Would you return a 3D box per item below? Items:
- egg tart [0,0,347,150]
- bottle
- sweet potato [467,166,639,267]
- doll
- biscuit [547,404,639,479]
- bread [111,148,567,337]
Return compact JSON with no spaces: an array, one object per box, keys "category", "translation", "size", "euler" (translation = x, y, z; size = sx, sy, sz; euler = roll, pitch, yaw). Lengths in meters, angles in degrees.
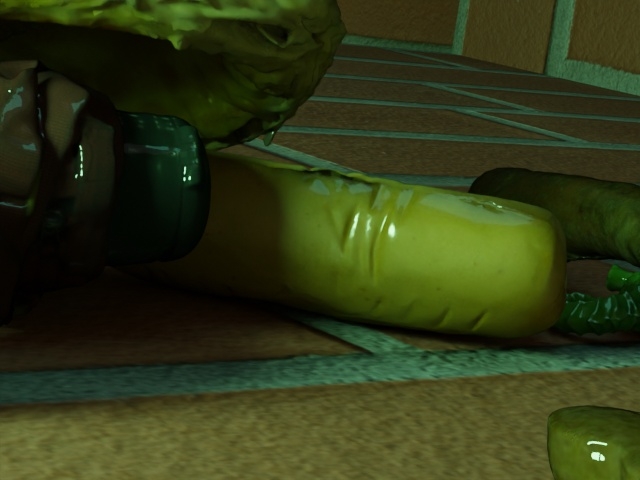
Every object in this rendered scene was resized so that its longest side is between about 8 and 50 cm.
[{"category":"egg tart","translation":[-0.172,-0.152,1.092],"size":[0.388,0.169,0.388],"euler":[-3,-13,-1]},{"category":"bottle","translation":[-0.194,-0.023,0.976],"size":[0.271,0.143,0.156],"euler":[2,-29,-21]},{"category":"sweet potato","translation":[0.180,-0.014,1.299],"size":[0.075,0.075,0.273],"euler":[3,2,-27]},{"category":"doll","translation":[0.225,0.039,1.221],"size":[0.115,0.050,0.190],"euler":[5,9,44]},{"category":"biscuit","translation":[0.255,0.116,0.821],"size":[0.278,0.043,0.301],"euler":[18,13,40]},{"category":"bread","translation":[0.000,0.000,1.113],"size":[0.305,0.091,0.142],"euler":[10,-8,8]}]
